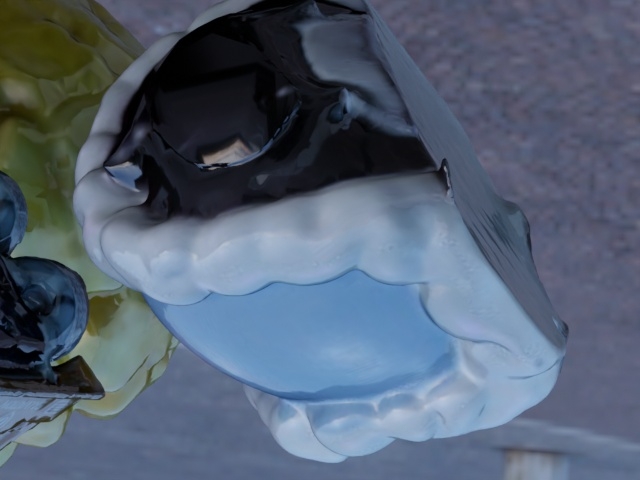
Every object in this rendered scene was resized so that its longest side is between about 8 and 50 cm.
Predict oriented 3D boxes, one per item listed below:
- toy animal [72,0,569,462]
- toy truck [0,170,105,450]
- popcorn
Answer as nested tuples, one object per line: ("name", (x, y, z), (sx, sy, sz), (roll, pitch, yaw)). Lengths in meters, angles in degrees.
("toy animal", (0.000, 0.000, 0.782), (0.156, 0.208, 0.204), (-30, 128, 11))
("toy truck", (-0.250, -0.016, 0.846), (0.162, 0.305, 0.136), (-38, 167, 9))
("popcorn", (-0.250, -0.045, 1.249), (0.354, 0.344, 0.390), (-5, 128, 41))
